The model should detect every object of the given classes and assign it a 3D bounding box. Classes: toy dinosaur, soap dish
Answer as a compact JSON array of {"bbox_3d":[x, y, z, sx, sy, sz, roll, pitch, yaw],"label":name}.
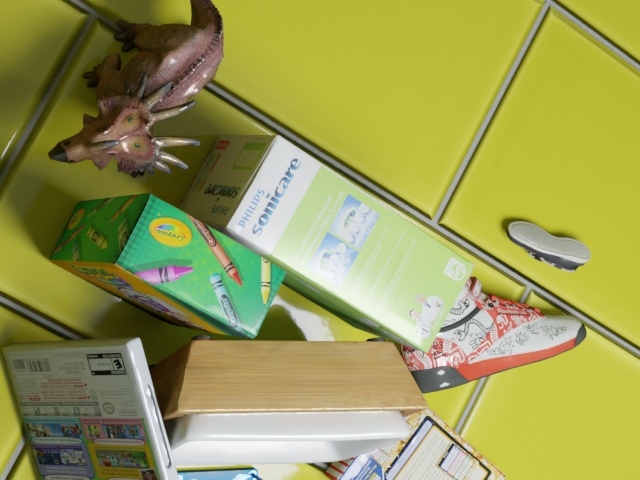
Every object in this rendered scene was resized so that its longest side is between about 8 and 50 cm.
[{"bbox_3d":[-0.170,-0.174,1.431,0.127,0.200,0.296,37,79,-20],"label":"toy dinosaur"},{"bbox_3d":[-0.059,0.184,1.498,0.290,0.229,0.118,2,73,-23],"label":"soap dish"}]

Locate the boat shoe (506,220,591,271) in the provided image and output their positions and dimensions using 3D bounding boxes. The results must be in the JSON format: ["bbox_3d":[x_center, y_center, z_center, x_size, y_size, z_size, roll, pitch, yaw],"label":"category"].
[{"bbox_3d":[0.292,0.010,1.722,0.125,0.038,0.046,15,45,-23],"label":"boat shoe"}]

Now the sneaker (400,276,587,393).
[{"bbox_3d":[0.216,0.091,1.668,0.270,0.090,0.145,-14,91,-26],"label":"sneaker"}]

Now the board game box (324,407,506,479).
[{"bbox_3d":[0.122,0.297,1.669,0.193,0.045,0.147,43,78,-19],"label":"board game box"}]

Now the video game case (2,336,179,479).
[{"bbox_3d":[-0.248,0.201,1.431,0.023,0.212,0.193,-25,105,-49],"label":"video game case"}]

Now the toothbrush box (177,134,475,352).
[{"bbox_3d":[0.000,0.000,1.510,0.283,0.206,0.122,31,83,-21],"label":"toothbrush box"}]

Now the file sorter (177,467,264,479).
[{"bbox_3d":[-0.119,0.364,1.544,0.118,0.104,0.170,2,94,-22],"label":"file sorter"}]

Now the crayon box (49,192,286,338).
[{"bbox_3d":[-0.170,0.026,1.402,0.165,0.278,0.081,30,78,-21],"label":"crayon box"}]
